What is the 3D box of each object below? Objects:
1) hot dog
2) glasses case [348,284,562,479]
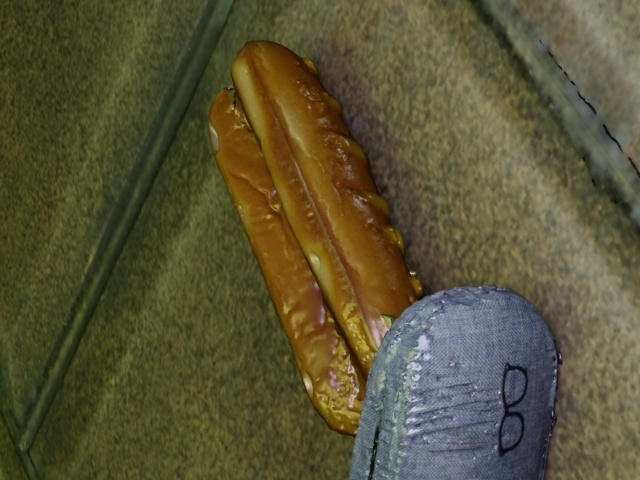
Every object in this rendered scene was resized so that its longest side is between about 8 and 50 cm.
[{"bbox_3d":[0.000,0.000,1.171,0.115,0.072,0.269,-48,55,45],"label":"hot dog"},{"bbox_3d":[0.064,0.160,1.053,0.067,0.109,0.282,26,113,54],"label":"glasses case"}]
